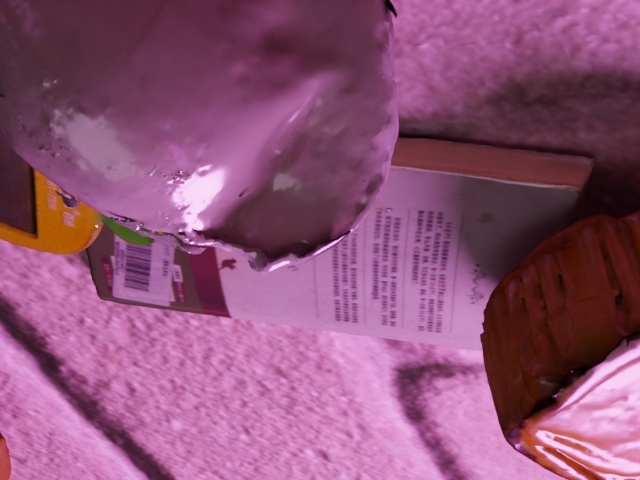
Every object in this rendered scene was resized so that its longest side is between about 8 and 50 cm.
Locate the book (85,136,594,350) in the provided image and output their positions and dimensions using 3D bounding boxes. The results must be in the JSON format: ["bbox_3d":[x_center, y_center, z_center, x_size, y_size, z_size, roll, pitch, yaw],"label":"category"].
[{"bbox_3d":[0.000,0.000,0.935,0.289,0.026,0.201,7,147,4],"label":"book"}]

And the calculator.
[{"bbox_3d":[-0.189,-0.052,0.870,0.234,0.032,0.146,19,148,3],"label":"calculator"}]

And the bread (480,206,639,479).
[{"bbox_3d":[0.187,0.057,0.886,0.199,0.104,0.199,-8,144,-6],"label":"bread"}]

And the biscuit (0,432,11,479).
[{"bbox_3d":[-0.408,0.188,1.202,0.312,0.057,0.351,-5,170,-28],"label":"biscuit"}]

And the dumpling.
[{"bbox_3d":[-0.067,-0.100,0.706,0.247,0.142,0.172,35,105,-10],"label":"dumpling"}]
